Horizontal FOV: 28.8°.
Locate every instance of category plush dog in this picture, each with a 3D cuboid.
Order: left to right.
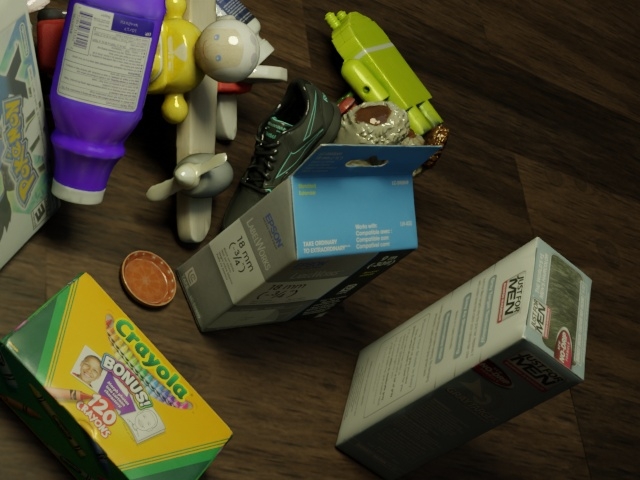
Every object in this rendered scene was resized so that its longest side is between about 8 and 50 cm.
[{"bbox_3d":[0.078,-0.129,1.981,0.225,0.262,0.210,-13,107,-40],"label":"plush dog"}]

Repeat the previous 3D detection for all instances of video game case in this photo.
[{"bbox_3d":[-0.407,-0.096,1.430,0.036,0.329,0.300,13,38,17],"label":"video game case"}]

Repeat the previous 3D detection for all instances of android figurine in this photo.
[{"bbox_3d":[0.107,-0.294,2.183,0.273,0.056,0.248,51,23,1],"label":"android figurine"}]

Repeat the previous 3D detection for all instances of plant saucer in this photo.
[{"bbox_3d":[-0.233,0.053,1.680,0.083,0.013,0.083,25,46,-29],"label":"plant saucer"}]

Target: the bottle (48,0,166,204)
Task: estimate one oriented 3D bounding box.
[{"bbox_3d":[-0.273,-0.185,1.545,0.118,0.282,0.092,13,18,-8],"label":"bottle"}]

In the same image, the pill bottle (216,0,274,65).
[{"bbox_3d":[-0.155,-0.341,1.981,0.169,0.094,0.094,46,40,-7],"label":"pill bottle"}]

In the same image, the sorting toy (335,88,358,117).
[{"bbox_3d":[0.046,-0.219,2.110,0.042,0.061,0.102,46,22,-9],"label":"sorting toy"}]

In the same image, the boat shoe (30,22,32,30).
[{"bbox_3d":[-0.495,-0.329,1.673,0.229,0.080,0.076,19,27,-28],"label":"boat shoe"}]

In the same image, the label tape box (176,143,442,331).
[{"bbox_3d":[0.000,0.000,1.690,0.241,0.334,0.105,-4,65,-45],"label":"label tape box"}]

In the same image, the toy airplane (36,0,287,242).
[{"bbox_3d":[-0.176,-0.247,1.746,0.384,0.272,0.386,-56,127,-32],"label":"toy airplane"}]

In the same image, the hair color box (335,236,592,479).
[{"bbox_3d":[0.193,0.171,1.715,0.114,0.374,0.185,36,43,-19],"label":"hair color box"}]

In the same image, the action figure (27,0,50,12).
[{"bbox_3d":[-0.495,-0.195,1.492,0.276,0.248,0.370,34,37,-45],"label":"action figure"}]

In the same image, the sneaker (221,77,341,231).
[{"bbox_3d":[-0.073,-0.115,1.797,0.267,0.101,0.106,-60,147,-15],"label":"sneaker"}]

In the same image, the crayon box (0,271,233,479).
[{"bbox_3d":[-0.256,0.195,1.501,0.278,0.081,0.165,48,40,-5],"label":"crayon box"}]
